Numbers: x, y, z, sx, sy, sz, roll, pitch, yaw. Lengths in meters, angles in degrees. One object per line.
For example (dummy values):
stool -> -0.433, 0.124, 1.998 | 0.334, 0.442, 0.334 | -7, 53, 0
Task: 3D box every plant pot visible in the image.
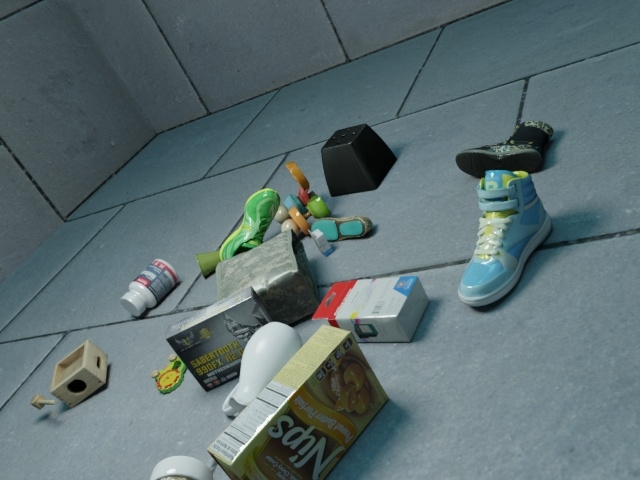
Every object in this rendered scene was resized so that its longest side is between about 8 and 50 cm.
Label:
plant pot -> -0.355, 0.068, 2.071 | 0.079, 0.083, 0.083 | -21, 25, -9
plant pot -> 0.110, -0.272, 2.096 | 0.188, 0.167, 0.187 | -5, 36, 38

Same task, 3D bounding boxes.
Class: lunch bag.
lunch bag -> -0.144, 0.104, 1.686 | 0.235, 0.169, 0.287 | -27, 31, 6

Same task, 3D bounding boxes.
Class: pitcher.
pitcher -> -0.136, 0.293, 1.419 | 0.177, 0.125, 0.207 | -22, 35, 50

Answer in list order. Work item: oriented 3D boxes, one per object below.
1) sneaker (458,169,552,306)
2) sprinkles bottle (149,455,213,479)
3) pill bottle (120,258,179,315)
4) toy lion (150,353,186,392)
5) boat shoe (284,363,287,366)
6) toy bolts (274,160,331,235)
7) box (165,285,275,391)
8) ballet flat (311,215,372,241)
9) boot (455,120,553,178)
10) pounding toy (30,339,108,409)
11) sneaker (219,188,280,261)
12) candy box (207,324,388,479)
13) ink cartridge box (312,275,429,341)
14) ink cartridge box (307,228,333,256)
sneaker -> 0.364, -0.026, 1.362 | 0.127, 0.208, 0.319 | 4, 42, 46
sprinkles bottle -> -0.263, 0.542, 1.087 | 0.121, 0.121, 0.355 | -24, 27, 12
pill bottle -> -0.556, 0.155, 2.074 | 0.108, 0.108, 0.180 | -3, 37, 42
toy lion -> -0.386, 0.348, 1.655 | 0.096, 0.034, 0.100 | 14, 49, 45
boat shoe -> -0.047, 0.302, 1.286 | 0.109, 0.091, 0.305 | 32, 53, 12
toy bolts -> -0.092, -0.121, 2.020 | 0.158, 0.218, 0.228 | -36, 8, 0
box -> -0.218, 0.235, 1.512 | 0.231, 0.183, 0.056 | -26, 27, 6
ballet flat -> 0.067, -0.036, 1.855 | 0.206, 0.073, 0.067 | 2, 13, 42
boot -> 0.509, -0.252, 1.758 | 0.236, 0.085, 0.178 | 3, 38, 37
pounding toy -> -0.702, 0.415, 1.791 | 0.206, 0.094, 0.181 | -37, 31, 6
sneaker -> -0.202, -0.024, 1.976 | 0.296, 0.109, 0.123 | -58, 39, 17
candy box -> -0.030, 0.328, 1.158 | 0.087, 0.183, 0.316 | 5, 43, 50
ink cartridge box -> 0.110, 0.156, 1.439 | 0.231, 0.078, 0.134 | -7, 33, 38
ink cartridge box -> 0.000, 0.000, 1.817 | 0.028, 0.083, 0.048 | -34, 27, -9
